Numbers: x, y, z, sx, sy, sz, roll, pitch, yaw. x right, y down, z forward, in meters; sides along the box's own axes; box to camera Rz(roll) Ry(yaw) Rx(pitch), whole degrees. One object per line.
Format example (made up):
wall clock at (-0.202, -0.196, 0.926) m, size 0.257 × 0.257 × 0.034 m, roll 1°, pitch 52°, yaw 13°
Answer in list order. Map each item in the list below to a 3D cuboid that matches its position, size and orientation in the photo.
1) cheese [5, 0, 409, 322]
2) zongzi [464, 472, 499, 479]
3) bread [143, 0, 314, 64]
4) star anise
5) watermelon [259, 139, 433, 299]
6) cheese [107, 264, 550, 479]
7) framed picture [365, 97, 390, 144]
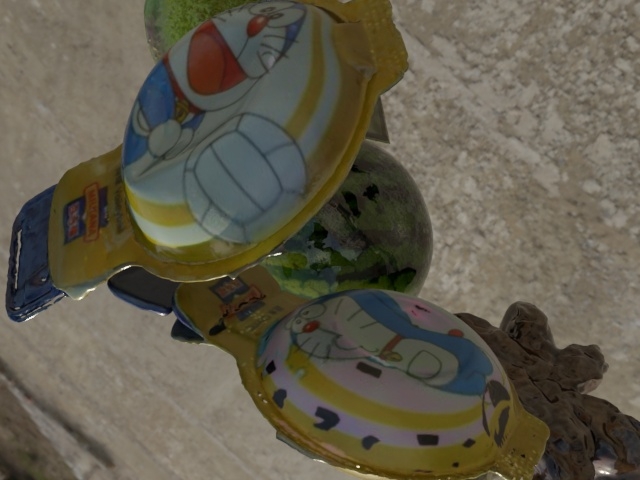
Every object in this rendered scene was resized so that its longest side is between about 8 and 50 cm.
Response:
cheese at (-0.073, -0.041, 0.440) m, size 0.270 × 0.176 × 0.069 m, roll -29°, pitch 140°, yaw 22°
zongzi at (0.119, 0.119, 0.614) m, size 0.078 × 0.176 × 0.160 m, roll 43°, pitch 140°, yaw 45°
bread at (-0.104, -0.310, 1.197) m, size 0.301 × 0.301 × 0.045 m, roll 54°, pitch 166°, yaw -17°
star anise at (0.248, 0.184, 0.917) m, size 0.315 × 0.315 × 0.108 m, roll 27°, pitch 124°, yaw 22°
watermelon at (0.000, 0.000, 1.052) m, size 0.285 × 0.285 × 0.285 m, roll 27°, pitch 144°, yaw 22°
cheese at (-0.001, 0.058, 0.438) m, size 0.250 × 0.156 × 0.064 m, roll 21°, pitch 116°, yaw 20°
framed picture at (0.022, -0.265, 1.481) m, size 0.231 × 0.173 × 0.010 m, roll 8°, pitch 152°, yaw -34°
